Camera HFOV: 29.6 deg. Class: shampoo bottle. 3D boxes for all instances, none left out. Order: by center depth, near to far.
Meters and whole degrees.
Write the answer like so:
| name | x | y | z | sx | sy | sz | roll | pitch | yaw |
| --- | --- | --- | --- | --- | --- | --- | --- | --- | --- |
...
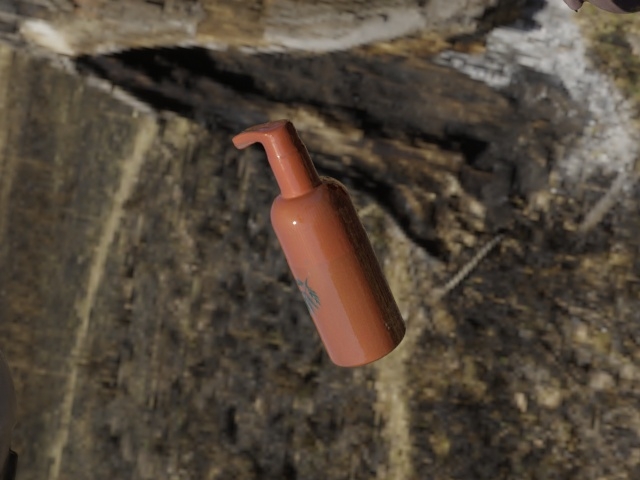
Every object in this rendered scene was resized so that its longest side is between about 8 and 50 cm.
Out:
| name | x | y | z | sx | sy | sz | roll | pitch | yaw |
| --- | --- | --- | --- | --- | --- | --- | --- | --- | --- |
| shampoo bottle | 0.002 | 0.000 | 1.127 | 0.244 | 0.085 | 0.085 | 65 | 173 | -20 |

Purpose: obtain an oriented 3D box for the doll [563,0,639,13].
| name | x | y | z | sx | sy | sz | roll | pitch | yaw |
| --- | --- | --- | --- | --- | --- | --- | --- | --- | --- |
| doll | 0.331 | -0.342 | 1.398 | 0.182 | 0.257 | 0.117 | -51 | 35 | 36 |

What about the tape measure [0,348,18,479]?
| name | x | y | z | sx | sy | sz | roll | pitch | yaw |
| --- | --- | --- | --- | --- | --- | --- | --- | --- | --- |
| tape measure | -0.270 | 0.110 | 0.682 | 0.236 | 0.197 | 0.120 | 64 | 156 | 1 |
